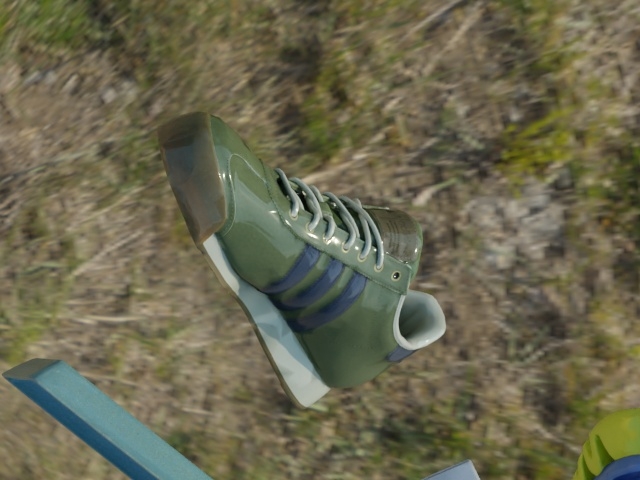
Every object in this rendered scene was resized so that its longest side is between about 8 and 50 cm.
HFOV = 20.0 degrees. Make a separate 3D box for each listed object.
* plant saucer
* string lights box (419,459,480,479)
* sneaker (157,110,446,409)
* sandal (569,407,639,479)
[{"bbox_3d":[-0.053,0.112,0.782,0.192,0.067,0.018,40,74,-14],"label":"plant saucer"},{"bbox_3d":[0.079,0.225,0.651,0.077,0.133,0.260,-24,61,-2],"label":"string lights box"},{"bbox_3d":[0.000,0.000,0.792,0.086,0.192,0.064,-20,50,6],"label":"sneaker"},{"bbox_3d":[0.232,0.269,1.498,0.126,0.317,0.138,7,52,-6],"label":"sandal"}]
